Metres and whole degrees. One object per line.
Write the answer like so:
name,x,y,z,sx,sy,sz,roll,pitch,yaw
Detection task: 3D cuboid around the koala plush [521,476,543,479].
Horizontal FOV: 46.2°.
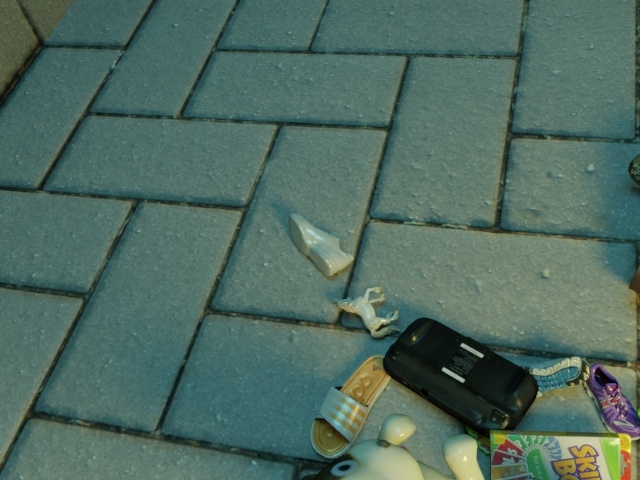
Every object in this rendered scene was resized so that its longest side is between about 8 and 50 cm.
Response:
koala plush,0.429,0.534,1.245,0.196,0.203,0.221,-1,64,40

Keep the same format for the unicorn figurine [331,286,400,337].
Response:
unicorn figurine,0.108,0.159,1.741,0.111,0.060,0.162,-27,51,-11

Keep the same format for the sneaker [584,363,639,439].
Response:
sneaker,0.585,0.322,1.504,0.068,0.071,0.170,-24,52,-8

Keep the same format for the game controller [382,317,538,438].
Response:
game controller,0.288,0.278,1.572,0.319,0.067,0.166,29,57,34

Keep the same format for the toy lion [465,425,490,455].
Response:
toy lion,0.343,0.388,1.531,0.100,0.034,0.096,13,63,21

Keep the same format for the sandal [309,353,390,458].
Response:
sandal,0.062,0.334,1.600,0.102,0.076,0.265,22,59,27

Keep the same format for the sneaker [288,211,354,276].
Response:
sneaker,0.000,0.000,1.893,0.094,0.080,0.212,-26,57,-24

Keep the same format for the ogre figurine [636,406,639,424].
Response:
ogre figurine,0.699,0.383,1.411,0.197,0.097,0.118,25,53,-5

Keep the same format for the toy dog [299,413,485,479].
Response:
toy dog,0.112,0.476,1.247,0.284,0.408,0.395,27,71,40

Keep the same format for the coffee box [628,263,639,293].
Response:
coffee box,0.785,0.024,1.604,0.141,0.098,0.246,27,99,31

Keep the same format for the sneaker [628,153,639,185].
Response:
sneaker,0.878,-0.082,1.694,0.410,0.158,0.182,32,51,32

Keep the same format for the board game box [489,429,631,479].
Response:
board game box,0.455,0.426,1.426,0.259,0.039,0.124,-2,95,8

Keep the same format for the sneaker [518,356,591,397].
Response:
sneaker,0.471,0.284,1.570,0.191,0.083,0.071,-15,85,23
